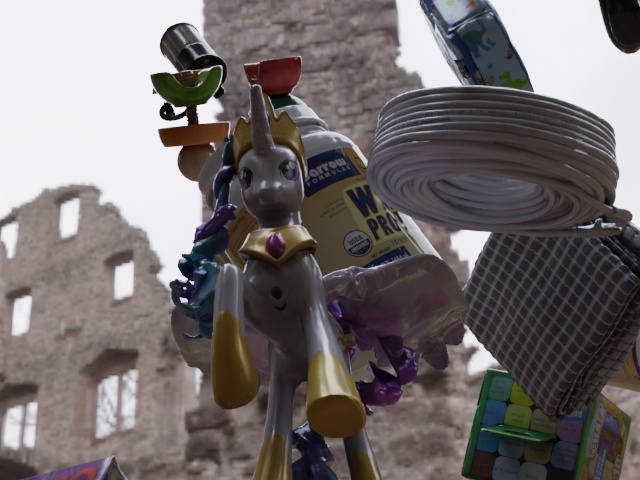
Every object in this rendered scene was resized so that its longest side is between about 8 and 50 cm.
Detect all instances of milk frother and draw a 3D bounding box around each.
[{"bbox_3d":[-0.260,-0.310,1.851,0.143,0.134,0.129,-25,-44,-13],"label":"milk frother"}]

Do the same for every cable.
[{"bbox_3d":[0.177,-0.079,1.028,0.257,0.089,0.257,0,-19,31],"label":"cable"}]

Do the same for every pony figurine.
[{"bbox_3d":[-0.010,0.085,0.892,0.303,0.363,0.351,-12,-44,5],"label":"pony figurine"}]

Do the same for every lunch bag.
[{"bbox_3d":[0.230,-0.289,1.477,0.090,0.219,0.176,-31,-49,8],"label":"lunch bag"}]

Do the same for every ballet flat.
[{"bbox_3d":[0.461,-0.405,1.547,0.084,0.249,0.058,-11,-14,10],"label":"ballet flat"}]

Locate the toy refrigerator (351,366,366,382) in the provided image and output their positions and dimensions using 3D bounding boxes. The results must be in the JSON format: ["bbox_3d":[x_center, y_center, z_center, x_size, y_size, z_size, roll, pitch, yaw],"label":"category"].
[{"bbox_3d":[-0.014,0.212,1.949,0.102,0.094,0.269,3,-16,34],"label":"toy refrigerator"}]

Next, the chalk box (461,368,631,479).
[{"bbox_3d":[0.342,0.310,1.531,0.180,0.179,0.289,7,-18,33],"label":"chalk box"}]

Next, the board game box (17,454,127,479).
[{"bbox_3d":[-0.263,0.288,0.753,0.347,0.056,0.208,-18,-68,17],"label":"board game box"}]

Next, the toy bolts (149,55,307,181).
[{"bbox_3d":[-0.135,-0.178,1.470,0.229,0.158,0.218,-10,9,-16],"label":"toy bolts"}]

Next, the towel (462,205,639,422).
[{"bbox_3d":[0.318,0.072,1.348,0.121,0.235,0.283,-9,-46,-32],"label":"towel"}]

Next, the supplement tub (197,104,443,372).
[{"bbox_3d":[0.000,0.000,1.314,0.228,0.316,0.228,-32,-18,-12],"label":"supplement tub"}]

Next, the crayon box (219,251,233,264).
[{"bbox_3d":[-0.098,-0.023,1.793,0.083,0.323,0.203,3,-70,-27],"label":"crayon box"}]

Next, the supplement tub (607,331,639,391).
[{"bbox_3d":[0.713,0.216,2.191,0.241,0.240,0.331,7,-2,-19],"label":"supplement tub"}]
